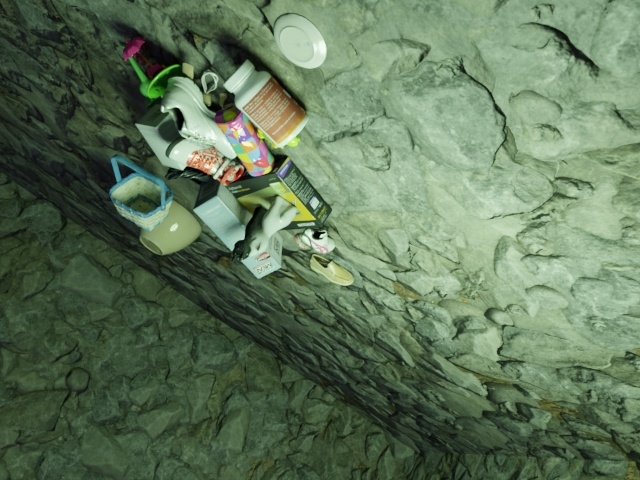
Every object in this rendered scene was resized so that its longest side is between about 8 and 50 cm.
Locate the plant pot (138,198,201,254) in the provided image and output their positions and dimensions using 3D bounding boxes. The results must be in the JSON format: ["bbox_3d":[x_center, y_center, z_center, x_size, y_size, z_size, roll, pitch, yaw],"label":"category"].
[{"bbox_3d":[-0.716,-0.046,2.413,0.284,0.191,0.284,24,151,14],"label":"plant pot"}]

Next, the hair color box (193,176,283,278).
[{"bbox_3d":[-0.288,-0.057,1.923,0.113,0.185,0.374,-27,124,19],"label":"hair color box"}]

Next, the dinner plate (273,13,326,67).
[{"bbox_3d":[-0.051,-0.457,1.225,0.141,0.017,0.141,24,152,14],"label":"dinner plate"}]

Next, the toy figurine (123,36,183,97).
[{"bbox_3d":[-0.498,-0.513,1.537,0.159,0.130,0.173,48,177,-1],"label":"toy figurine"}]

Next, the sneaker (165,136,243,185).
[{"bbox_3d":[-0.346,-0.244,1.641,0.145,0.090,0.270,46,-159,15],"label":"sneaker"}]

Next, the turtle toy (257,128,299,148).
[{"bbox_3d":[-0.122,-0.303,1.496,0.130,0.066,0.095,33,176,-7],"label":"turtle toy"}]

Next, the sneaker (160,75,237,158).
[{"bbox_3d":[-0.358,-0.337,1.559,0.110,0.129,0.297,-10,139,41],"label":"sneaker"}]

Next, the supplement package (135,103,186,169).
[{"bbox_3d":[-0.486,-0.332,1.699,0.105,0.105,0.179,15,147,32],"label":"supplement package"}]

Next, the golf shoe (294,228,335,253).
[{"bbox_3d":[0.000,0.000,1.819,0.085,0.068,0.186,-29,155,32],"label":"golf shoe"}]

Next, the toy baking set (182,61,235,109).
[{"bbox_3d":[-0.324,-0.418,1.565,0.256,0.030,0.196,40,147,-28],"label":"toy baking set"}]

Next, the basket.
[{"bbox_3d":[-0.745,-0.200,2.180,0.254,0.201,0.289,31,146,11],"label":"basket"}]

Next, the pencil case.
[{"bbox_3d":[-0.221,-0.295,1.568,0.104,0.105,0.236,15,151,31],"label":"pencil case"}]

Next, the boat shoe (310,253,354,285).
[{"bbox_3d":[0.041,0.109,2.011,0.189,0.068,0.072,22,140,20],"label":"boat shoe"}]

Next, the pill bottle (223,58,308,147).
[{"bbox_3d":[-0.143,-0.357,1.370,0.216,0.121,0.121,44,151,-20],"label":"pill bottle"}]

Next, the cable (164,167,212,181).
[{"bbox_3d":[-0.450,-0.220,1.806,0.150,0.047,0.184,9,-172,-5],"label":"cable"}]

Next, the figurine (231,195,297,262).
[{"bbox_3d":[-0.190,-0.023,1.692,0.092,0.210,0.214,41,151,-18],"label":"figurine"}]

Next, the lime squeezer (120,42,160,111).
[{"bbox_3d":[-0.564,-0.473,1.695,0.109,0.059,0.310,26,153,12],"label":"lime squeezer"}]

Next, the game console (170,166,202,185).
[{"bbox_3d":[-0.489,-0.336,1.855,0.213,0.044,0.361,29,152,7],"label":"game console"}]

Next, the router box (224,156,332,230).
[{"bbox_3d":[-0.146,-0.144,1.767,0.308,0.081,0.243,-4,135,49],"label":"router box"}]
